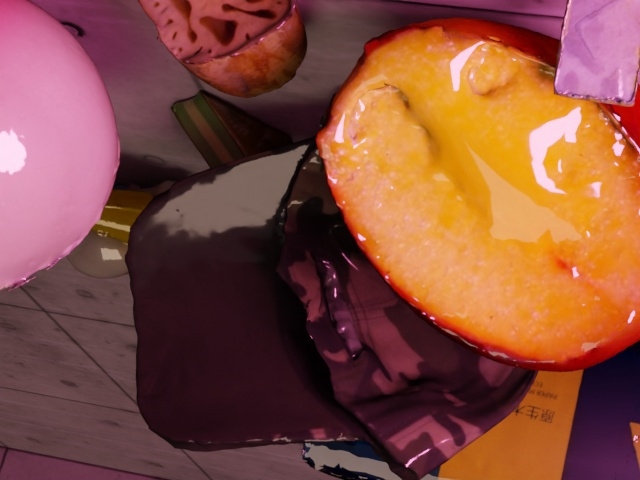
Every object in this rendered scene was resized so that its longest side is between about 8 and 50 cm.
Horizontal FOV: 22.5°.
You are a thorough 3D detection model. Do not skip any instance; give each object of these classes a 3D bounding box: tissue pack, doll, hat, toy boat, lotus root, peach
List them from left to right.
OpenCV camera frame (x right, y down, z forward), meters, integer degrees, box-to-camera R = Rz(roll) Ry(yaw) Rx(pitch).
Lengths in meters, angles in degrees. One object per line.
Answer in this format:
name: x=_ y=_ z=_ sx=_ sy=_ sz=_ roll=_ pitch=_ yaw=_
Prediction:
doll: x=-0.227 y=-0.012 z=1.867 sx=0.237 sy=0.111 sz=0.252 roll=11 pitch=164 yaw=-37
lotus root: x=-0.082 y=-0.174 z=1.383 sx=0.159 sy=0.095 sz=0.135 roll=10 pitch=163 yaw=30
hat: x=0.002 y=0.065 z=1.587 sx=0.257 sy=0.366 sz=0.382 roll=7 pitch=165 yaw=-41
peach: x=0.151 y=-0.047 z=1.310 sx=0.281 sy=0.281 sz=0.338 roll=-8 pitch=149 yaw=46
tissue pack: x=0.212 y=0.158 z=1.738 sx=0.417 sy=0.253 sz=0.264 roll=9 pitch=-177 yaw=9
toy boat: x=0.211 y=-0.159 z=1.190 sx=0.063 sy=0.115 sz=0.016 roll=10 pitch=-173 yaw=7

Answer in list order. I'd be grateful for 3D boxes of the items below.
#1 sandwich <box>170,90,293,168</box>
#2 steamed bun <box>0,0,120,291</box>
sandwich: x=-0.098 y=-0.088 z=1.626 sx=0.116 sy=0.074 sz=0.074 roll=26 pitch=156 yaw=-27
steamed bun: x=-0.345 y=-0.119 z=1.464 sx=0.309 sy=0.309 sz=0.309 roll=13 pitch=159 yaw=5
